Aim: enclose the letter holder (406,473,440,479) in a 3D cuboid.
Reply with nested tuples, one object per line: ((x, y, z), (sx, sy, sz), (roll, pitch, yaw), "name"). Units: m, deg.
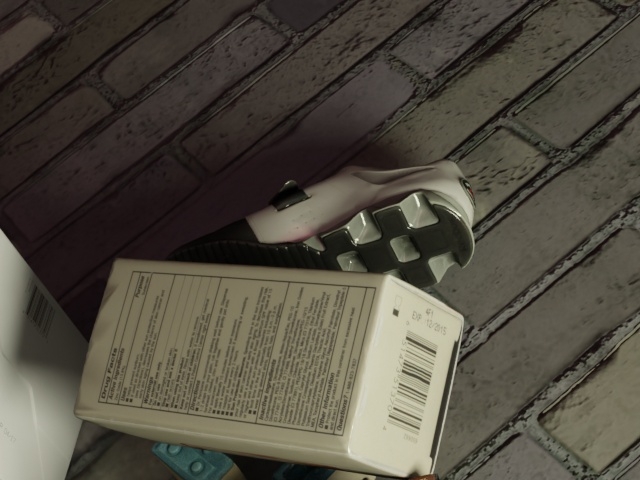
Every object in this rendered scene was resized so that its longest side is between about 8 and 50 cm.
((0.029, 0.366, 1.182), (0.214, 0.152, 0.301), (-18, 47, 13), "letter holder")

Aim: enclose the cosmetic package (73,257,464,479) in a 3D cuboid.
((-0.046, 0.106, 1.301), (0.296, 0.129, 0.153), (4, 74, 37), "cosmetic package")

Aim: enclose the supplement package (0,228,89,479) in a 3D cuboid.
((-0.352, 0.126, 1.483), (0.145, 0.262, 0.204), (-4, 50, 21), "supplement package")

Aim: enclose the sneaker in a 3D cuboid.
((0.000, 0.000, 1.546), (0.331, 0.122, 0.146), (-12, 30, 17), "sneaker")

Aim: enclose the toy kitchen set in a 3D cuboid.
((-0.034, 0.159, 1.405), (0.207, 0.122, 0.166), (-44, 48, -15), "toy kitchen set")
